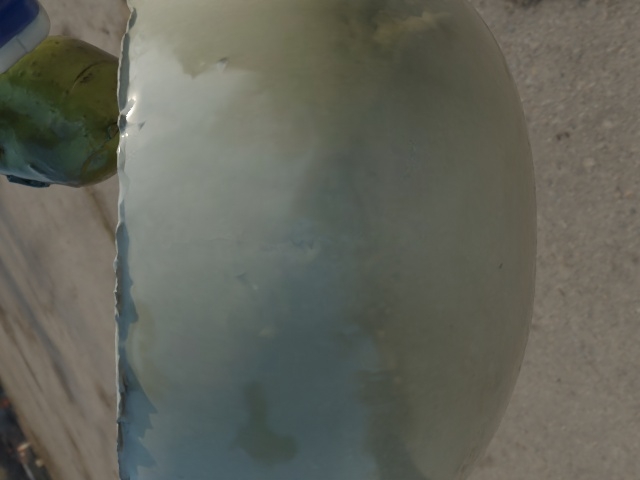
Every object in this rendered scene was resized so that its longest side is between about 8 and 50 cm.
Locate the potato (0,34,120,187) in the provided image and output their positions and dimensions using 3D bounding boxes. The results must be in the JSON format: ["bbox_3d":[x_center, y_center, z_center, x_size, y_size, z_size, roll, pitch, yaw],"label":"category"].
[{"bbox_3d":[-0.281,-0.124,0.860,0.169,0.248,0.143,102,173,-76],"label":"potato"}]

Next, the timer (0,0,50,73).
[{"bbox_3d":[-0.293,-0.215,0.552,0.253,0.078,0.178,39,168,24],"label":"timer"}]

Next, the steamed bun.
[{"bbox_3d":[0.000,0.000,0.482,0.324,0.206,0.324,179,90,-81],"label":"steamed bun"}]
